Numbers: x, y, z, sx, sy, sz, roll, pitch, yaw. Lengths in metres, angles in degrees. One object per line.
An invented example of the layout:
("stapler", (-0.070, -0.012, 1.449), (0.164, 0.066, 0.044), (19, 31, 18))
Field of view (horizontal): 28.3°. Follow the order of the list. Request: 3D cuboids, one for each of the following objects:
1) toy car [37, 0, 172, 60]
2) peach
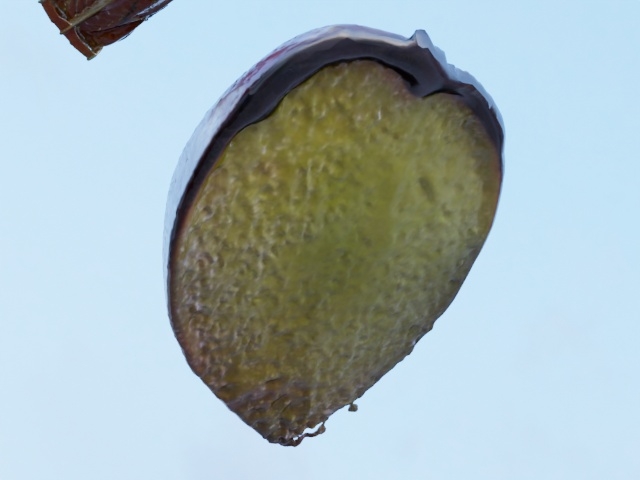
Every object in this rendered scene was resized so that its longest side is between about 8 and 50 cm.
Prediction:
("toy car", (-0.101, -0.156, 0.734), (0.122, 0.035, 0.059), (-28, -57, 16))
("peach", (-0.001, -0.004, 0.677), (0.189, 0.068, 0.279), (-2, -50, -23))
